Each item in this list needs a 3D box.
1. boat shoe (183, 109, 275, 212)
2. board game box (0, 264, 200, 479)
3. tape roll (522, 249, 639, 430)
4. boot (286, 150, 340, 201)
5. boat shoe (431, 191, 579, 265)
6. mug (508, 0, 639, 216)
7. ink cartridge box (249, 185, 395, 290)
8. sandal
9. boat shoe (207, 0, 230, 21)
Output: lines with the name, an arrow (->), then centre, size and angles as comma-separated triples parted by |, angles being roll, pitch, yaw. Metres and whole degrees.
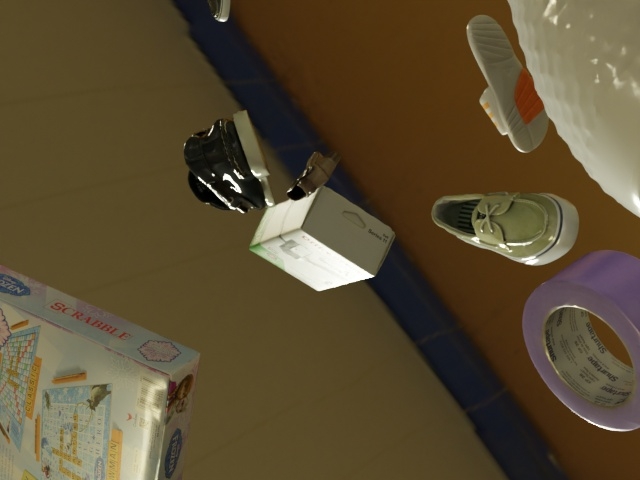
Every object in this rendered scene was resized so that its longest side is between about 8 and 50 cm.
boat shoe -> -0.132, -0.096, 1.688 | 0.340, 0.113, 0.127 | 135, 116, -87
board game box -> -0.311, 0.221, 1.460 | 0.318, 0.318, 0.066 | 22, -152, 20
tape roll -> 0.322, 0.111, 1.346 | 0.080, 0.189, 0.189 | -31, -102, -31
boot -> -0.018, -0.092, 1.791 | 0.042, 0.118, 0.087 | 46, -111, -6
boat shoe -> 0.276, -0.023, 1.852 | 0.094, 0.302, 0.109 | 12, -94, -25
mug -> 0.341, -0.203, 0.999 | 0.276, 0.374, 0.328 | 25, -139, -30
ink cartridge box -> 0.000, 0.000, 1.951 | 0.153, 0.208, 0.087 | 32, -112, -18
sandal -> 0.332, -0.287, 2.221 | 0.102, 0.076, 0.265 | -30, -82, -27
boat shoe -> -0.159, -0.374, 1.703 | 0.040, 0.049, 0.142 | -5, -106, -24
